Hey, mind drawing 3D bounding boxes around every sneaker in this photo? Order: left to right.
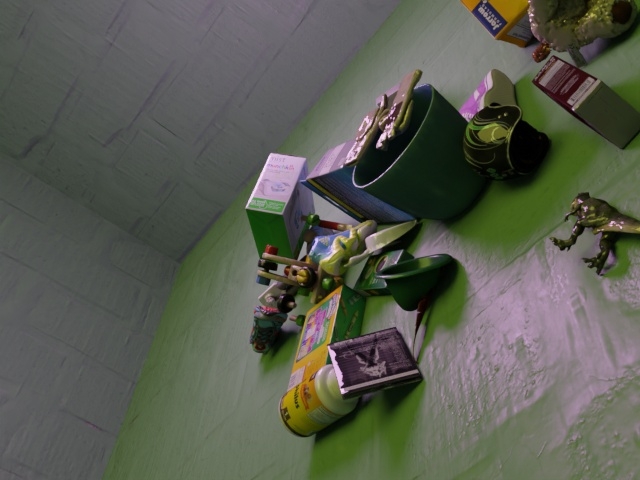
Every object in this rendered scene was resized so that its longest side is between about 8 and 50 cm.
[{"bbox_3d":[-0.163,0.282,2.252,0.262,0.104,0.125,103,178,-68],"label":"sneaker"},{"bbox_3d":[0.055,-0.001,1.969,0.240,0.126,0.091,-39,-37,-48],"label":"sneaker"},{"bbox_3d":[0.404,-0.302,1.833,0.161,0.102,0.282,-48,9,35],"label":"sneaker"}]

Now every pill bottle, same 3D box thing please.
[{"bbox_3d":[0.000,0.000,2.359,0.087,0.087,0.160,-48,19,24],"label":"pill bottle"},{"bbox_3d":[0.006,0.358,1.677,0.215,0.117,0.117,-42,23,38],"label":"pill bottle"}]

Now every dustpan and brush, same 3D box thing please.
[{"bbox_3d":[0.144,0.014,1.912,0.211,0.060,0.147,-18,-6,-23],"label":"dustpan and brush"}]

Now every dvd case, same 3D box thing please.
[{"bbox_3d":[0.109,0.259,1.580,0.165,0.018,0.221,-14,20,-3],"label":"dvd case"}]

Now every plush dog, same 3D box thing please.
[{"bbox_3d":[0.561,-0.534,1.655,0.225,0.263,0.210,-60,-6,-30],"label":"plush dog"}]

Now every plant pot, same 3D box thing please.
[{"bbox_3d":[0.259,-0.187,1.767,0.293,0.235,0.293,-49,19,24],"label":"plant pot"}]

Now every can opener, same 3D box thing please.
[{"bbox_3d":[-0.104,0.135,2.420,0.280,0.074,0.093,-42,22,38],"label":"can opener"}]

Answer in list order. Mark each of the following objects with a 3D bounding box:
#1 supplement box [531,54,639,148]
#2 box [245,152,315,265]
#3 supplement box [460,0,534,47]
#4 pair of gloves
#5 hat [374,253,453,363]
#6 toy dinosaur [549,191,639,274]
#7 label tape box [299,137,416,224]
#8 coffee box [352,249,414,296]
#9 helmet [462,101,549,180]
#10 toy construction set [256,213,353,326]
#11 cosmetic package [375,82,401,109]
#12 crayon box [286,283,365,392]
[{"bbox_3d":[0.512,-0.272,1.427,0.073,0.130,0.239,-51,18,18],"label":"supplement box"},{"bbox_3d":[-0.118,-0.093,2.264,0.262,0.127,0.231,81,-155,-51],"label":"box"},{"bbox_3d":[0.540,-0.686,1.843,0.356,0.195,0.194,-46,-20,29],"label":"supplement box"},{"bbox_3d":[0.155,-0.281,1.750,0.240,0.042,0.204,-28,36,59],"label":"pair of gloves"},{"bbox_3d":[0.219,0.144,1.648,0.209,0.183,0.173,-19,6,-30],"label":"hat"},{"bbox_3d":[0.463,-0.015,1.232,0.118,0.064,0.268,-48,22,3],"label":"toy dinosaur"},{"bbox_3d":[0.116,-0.154,2.051,0.115,0.249,0.348,-59,16,-11],"label":"label tape box"},{"bbox_3d":[0.158,0.086,1.877,0.113,0.040,0.184,-62,18,-18],"label":"coffee box"},{"bbox_3d":[0.389,-0.214,1.598,0.162,0.169,0.169,17,73,54],"label":"helmet"},{"bbox_3d":[0.000,0.071,2.091,0.237,0.257,0.308,11,64,45],"label":"toy construction set"},{"bbox_3d":[0.240,-0.401,2.261,0.107,0.127,0.238,-33,8,8],"label":"cosmetic package"},{"bbox_3d":[0.017,0.264,1.869,0.165,0.081,0.278,-41,23,39],"label":"crayon box"}]
